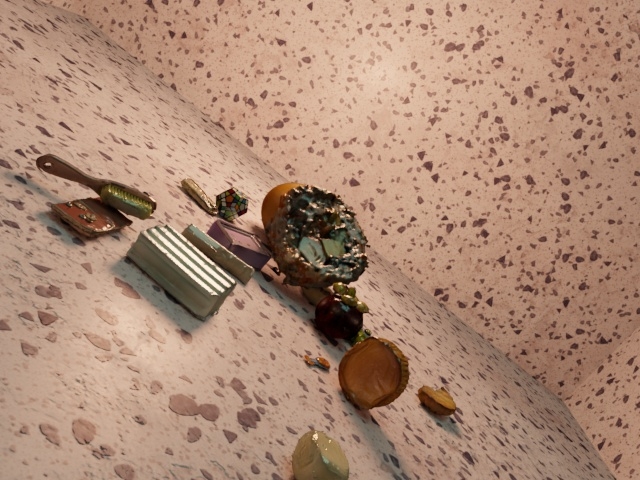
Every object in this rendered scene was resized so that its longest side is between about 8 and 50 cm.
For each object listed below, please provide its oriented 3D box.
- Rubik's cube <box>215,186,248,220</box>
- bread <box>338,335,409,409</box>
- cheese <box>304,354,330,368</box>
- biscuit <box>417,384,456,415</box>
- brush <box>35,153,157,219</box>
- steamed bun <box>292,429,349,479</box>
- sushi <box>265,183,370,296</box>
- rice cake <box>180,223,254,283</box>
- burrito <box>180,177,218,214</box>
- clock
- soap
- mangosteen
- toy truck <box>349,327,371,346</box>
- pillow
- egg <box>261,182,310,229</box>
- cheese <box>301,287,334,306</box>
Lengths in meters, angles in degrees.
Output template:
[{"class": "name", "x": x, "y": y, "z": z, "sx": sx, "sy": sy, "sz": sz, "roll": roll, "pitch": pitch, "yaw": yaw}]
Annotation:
[{"class": "Rubik's cube", "x": -0.338, "y": -0.139, "z": 2.216, "sx": 0.133, "sy": 0.112, "sz": 0.133, "roll": 39, "pitch": 12, "yaw": -10}, {"class": "bread", "x": 0.153, "y": 0.369, "z": 1.623, "sx": 0.199, "sy": 0.199, "sz": 0.104, "roll": 46, "pitch": 11, "yaw": 31}, {"class": "cheese", "x": -0.007, "y": 0.347, "z": 1.659, "sx": 0.111, "sy": 0.017, "sz": 0.047, "roll": 25, "pitch": 16, "yaw": -48}, {"class": "biscuit", "x": 0.403, "y": 0.558, "z": 2.001, "sx": 0.183, "sy": 0.061, "sz": 0.118, "roll": 24, "pitch": 21, "yaw": -43}, {"class": "brush", "x": -0.567, "y": -0.131, "z": 1.481, "sx": 0.313, "sy": 0.072, "sz": 0.067, "roll": 27, "pitch": 24, "yaw": -29}, {"class": "steamed bun", "x": -0.001, "y": 0.446, "z": 1.141, "sx": 0.112, "sy": 0.091, "sz": 0.130, "roll": 38, "pitch": 9, "yaw": -25}, {"class": "sushi", "x": 0.004, "y": 0.003, "z": 2.054, "sx": 0.417, "sy": 0.176, "sz": 0.417, "roll": 15, "pitch": 59, "yaw": -26}, {"class": "rice cake", "x": -0.314, "y": 0.040, "z": 1.789, "sx": 0.256, "sy": 0.052, "sz": 0.057, "roll": 38, "pitch": 41, "yaw": -7}, {"class": "burrito", "x": -0.443, "y": -0.160, "z": 2.147, "sx": 0.188, "sy": 0.045, "sz": 0.058, "roll": 44, "pitch": 38, "yaw": 11}, {"class": "clock", "x": -0.273, "y": 0.016, "z": 1.937, "sx": 0.193, "sy": 0.073, "sz": 0.144, "roll": 25, "pitch": 19, "yaw": -50}, {"class": "soap", "x": -0.347, "y": 0.080, "z": 1.468, "sx": 0.261, "sy": 0.094, "sz": 0.150, "roll": 41, "pitch": 17, "yaw": 4}, {"class": "mangosteen", "x": 0.072, "y": 0.235, "z": 1.900, "sx": 0.166, "sy": 0.180, "sz": 0.166, "roll": 28, "pitch": 7, "yaw": -4}, {"class": "toy truck", "x": 0.124, "y": 0.330, "z": 1.990, "sx": 0.111, "sy": 0.076, "sz": 0.077, "roll": 45, "pitch": 31, "yaw": 19}, {"class": "pillow", "x": -0.562, "y": -0.061, "z": 1.439, "sx": 0.126, "sy": 0.043, "sz": 0.232, "roll": 38, "pitch": 11, "yaw": 0}, {"class": "egg", "x": -0.086, "y": -0.080, "z": 2.337, "sx": 0.351, "sy": 0.282, "sz": 0.282, "roll": 40, "pitch": 12, "yaw": 20}, {"class": "cheese", "x": 0.019, "y": 0.219, "z": 2.090, "sx": 0.137, "sy": 0.064, "sz": 0.227, "roll": 21, "pitch": 23, "yaw": -51}]
